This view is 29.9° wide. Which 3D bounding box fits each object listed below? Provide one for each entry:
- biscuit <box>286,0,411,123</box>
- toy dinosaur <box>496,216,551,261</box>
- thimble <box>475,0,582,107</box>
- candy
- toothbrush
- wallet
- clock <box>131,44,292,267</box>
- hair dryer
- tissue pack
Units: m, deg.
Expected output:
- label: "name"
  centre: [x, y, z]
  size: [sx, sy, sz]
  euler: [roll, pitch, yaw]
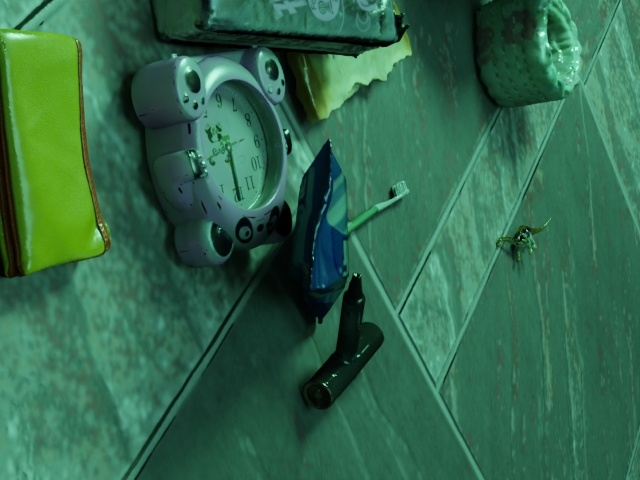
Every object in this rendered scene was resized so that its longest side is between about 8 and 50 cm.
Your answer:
- label: "biscuit"
  centre: [0.030, -0.306, 1.745]
  size: [0.309, 0.040, 0.205]
  euler: [-42, 118, -50]
- label: "toy dinosaur"
  centre: [0.378, 0.001, 2.202]
  size: [0.180, 0.037, 0.058]
  euler: [-24, 108, -54]
- label: "thimble"
  centre: [0.376, -0.354, 2.176]
  size: [0.185, 0.149, 0.211]
  euler: [-49, 123, -47]
- label: "candy"
  centre: [0.000, 0.000, 1.503]
  size: [0.331, 0.077, 0.187]
  euler: [101, -6, -78]
- label: "toothbrush"
  centre: [0.072, -0.039, 1.771]
  size: [0.257, 0.018, 0.024]
  euler: [-38, 111, -53]
- label: "wallet"
  centre: [-0.287, -0.090, 1.217]
  size: [0.141, 0.067, 0.241]
  euler: [-16, 101, -61]
- label: "clock"
  centre: [-0.119, -0.103, 1.442]
  size: [0.227, 0.090, 0.248]
  euler: [-21, 102, -55]
- label: "hair dryer"
  centre: [0.048, 0.108, 1.606]
  size: [0.173, 0.050, 0.195]
  euler: [-44, 153, -54]
- label: "tissue pack"
  centre: [-0.059, -0.373, 1.527]
  size: [0.361, 0.122, 0.259]
  euler: [-7, 86, -46]
